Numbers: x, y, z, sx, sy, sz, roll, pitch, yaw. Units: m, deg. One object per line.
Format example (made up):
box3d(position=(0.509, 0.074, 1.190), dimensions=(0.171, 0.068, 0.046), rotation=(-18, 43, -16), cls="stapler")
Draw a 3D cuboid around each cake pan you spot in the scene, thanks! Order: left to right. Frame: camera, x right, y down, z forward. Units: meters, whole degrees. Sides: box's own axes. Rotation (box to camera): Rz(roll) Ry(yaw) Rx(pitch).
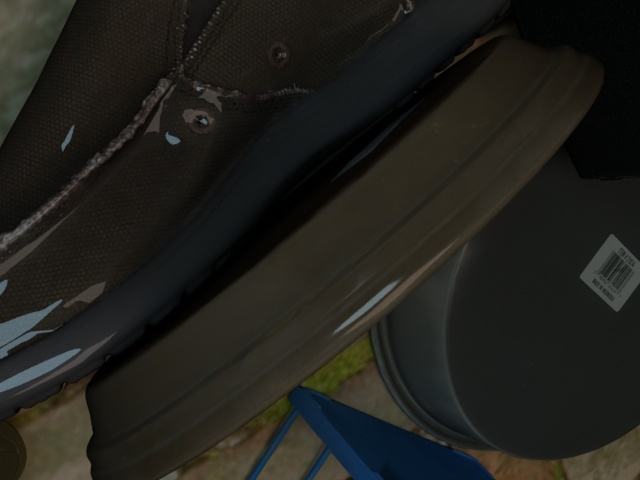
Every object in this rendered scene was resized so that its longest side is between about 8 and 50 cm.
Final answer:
box3d(position=(0.168, 0.016, 0.684), dimensions=(0.293, 0.054, 0.293), rotation=(-12, 116, -26), cls="cake pan")

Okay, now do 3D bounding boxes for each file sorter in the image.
box3d(position=(0.045, 0.183, 0.643), dimensions=(0.170, 0.118, 0.104), rotation=(29, 97, -36), cls="file sorter")

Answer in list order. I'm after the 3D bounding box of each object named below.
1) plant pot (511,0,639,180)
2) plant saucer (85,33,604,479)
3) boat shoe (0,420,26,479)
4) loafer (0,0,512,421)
box3d(position=(0.213, -0.117, 0.542), dimensions=(0.188, 0.187, 0.167), rotation=(-5, 93, -29), cls="plant pot")
box3d(position=(0.000, 0.000, 0.467), dimensions=(0.278, 0.278, 0.041), rotation=(-41, 95, -10), cls="plant saucer")
box3d(position=(-0.217, 0.133, 0.516), dimensions=(0.153, 0.048, 0.056), rotation=(-37, 112, -21), cls="boat shoe")
box3d(position=(-0.075, -0.056, 0.481), dimensions=(0.366, 0.134, 0.130), rotation=(-42, 100, -20), cls="loafer")
